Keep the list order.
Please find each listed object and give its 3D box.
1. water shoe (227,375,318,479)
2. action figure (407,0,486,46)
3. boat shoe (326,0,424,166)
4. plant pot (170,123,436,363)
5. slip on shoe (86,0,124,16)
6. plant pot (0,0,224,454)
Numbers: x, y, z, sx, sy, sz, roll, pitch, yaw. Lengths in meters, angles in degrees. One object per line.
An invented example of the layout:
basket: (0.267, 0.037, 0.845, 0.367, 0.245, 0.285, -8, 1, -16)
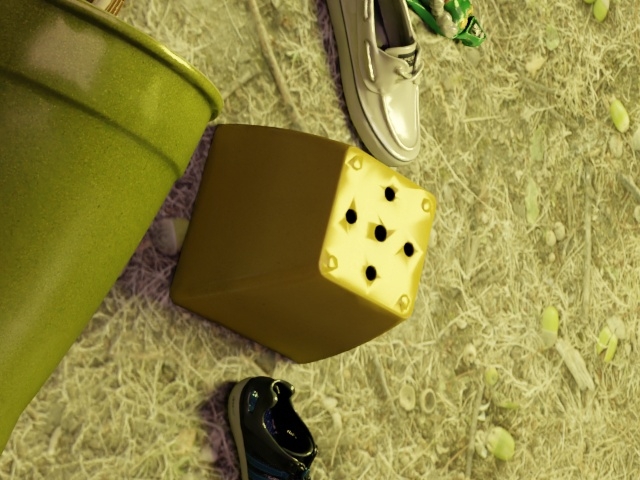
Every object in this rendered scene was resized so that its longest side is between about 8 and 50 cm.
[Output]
water shoe: (-0.041, 0.244, 1.635, 0.073, 0.080, 0.203, -30, 106, -41)
action figure: (0.139, -0.330, 1.881, 0.232, 0.063, 0.137, 52, 51, -31)
boat shoe: (0.076, -0.212, 1.789, 0.095, 0.084, 0.258, -30, 106, -41)
plant pot: (0.000, 0.000, 1.626, 0.212, 0.187, 0.212, 29, 67, -38)
slip on shoe: (-0.222, -0.252, 1.544, 0.041, 0.051, 0.135, 28, 70, 5)
plant pot: (-0.312, -0.019, 1.256, 0.366, 0.366, 0.353, 27, 80, -39)
